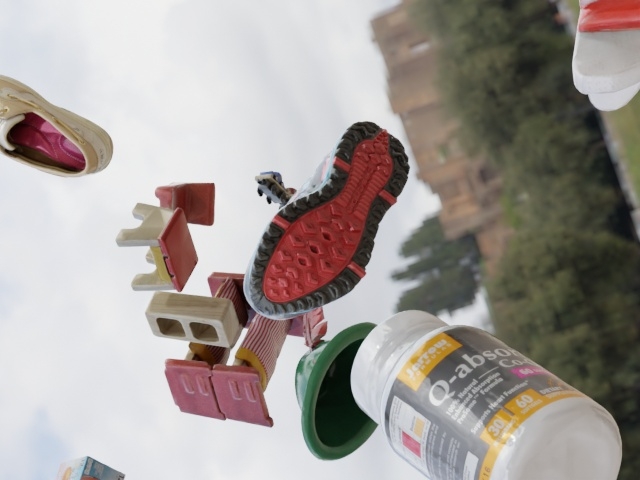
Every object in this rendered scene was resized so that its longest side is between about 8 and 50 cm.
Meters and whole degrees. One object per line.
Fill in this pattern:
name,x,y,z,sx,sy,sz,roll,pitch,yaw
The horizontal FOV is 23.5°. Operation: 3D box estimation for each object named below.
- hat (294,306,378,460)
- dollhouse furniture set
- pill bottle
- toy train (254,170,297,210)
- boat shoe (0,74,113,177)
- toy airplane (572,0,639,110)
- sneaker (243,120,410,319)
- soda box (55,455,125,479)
hat,-0.023,0.159,1.911,0.208,0.184,0.172,-23,-59,-47
dollhouse furniture set,-0.138,0.068,2.163,0.374,0.152,0.201,77,-154,-43
pill bottle,0.161,0.183,1.572,0.278,0.162,0.162,33,158,50
toy train,-0.034,-0.045,1.848,0.158,0.027,0.036,42,-129,-54
boat shoe,-0.268,-0.102,1.358,0.059,0.170,0.063,-61,-9,-70
toy airplane,0.392,-0.175,1.251,0.386,0.384,0.272,23,-149,-28
sneaker,0.000,0.000,1.529,0.104,0.125,0.262,40,-130,-2
soda box,-0.285,0.342,1.754,0.058,0.063,0.183,32,-123,-30
